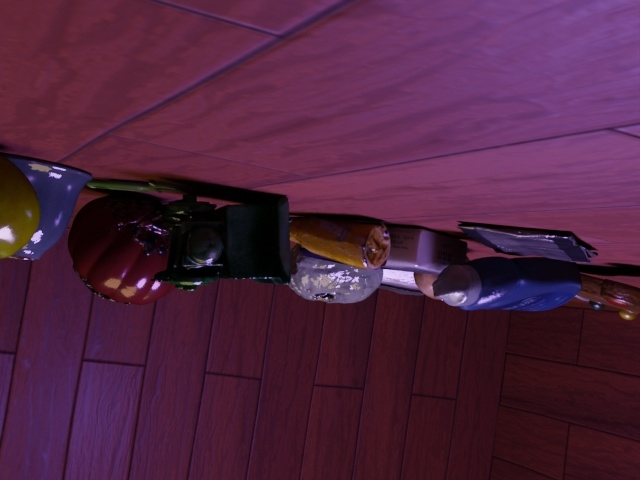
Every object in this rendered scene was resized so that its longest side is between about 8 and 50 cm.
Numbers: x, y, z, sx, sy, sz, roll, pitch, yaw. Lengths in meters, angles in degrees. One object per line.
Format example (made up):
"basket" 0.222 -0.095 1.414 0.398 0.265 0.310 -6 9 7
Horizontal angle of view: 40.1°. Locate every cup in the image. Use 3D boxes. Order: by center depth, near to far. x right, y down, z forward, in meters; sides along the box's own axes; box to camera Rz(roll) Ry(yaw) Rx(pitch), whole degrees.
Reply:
"cup" -0.467 -0.046 1.366 0.199 0.150 0.199 8 175 1

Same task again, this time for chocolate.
"chocolate" 0.014 -0.002 1.498 0.219 0.086 0.085 11 178 41

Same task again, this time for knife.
"knife" -0.298 -0.087 1.391 0.212 0.015 0.054 6 175 31

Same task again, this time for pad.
"pad" 0.325 0.005 1.358 0.174 0.022 0.233 7 175 26

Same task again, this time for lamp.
"lamp" -0.352 0.011 1.627 0.227 0.227 0.227 8 176 1

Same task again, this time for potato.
"potato" 0.249 0.067 1.773 0.118 0.109 0.178 -15 177 10

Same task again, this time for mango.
"mango" -0.520 -0.063 1.195 0.273 0.149 0.185 16 156 -13

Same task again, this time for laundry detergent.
"laundry detergent" 0.318 0.078 1.520 0.290 0.094 0.143 -1 165 -39

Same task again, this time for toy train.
"toy train" -0.162 0.004 1.375 0.202 0.145 0.266 -1 179 -15

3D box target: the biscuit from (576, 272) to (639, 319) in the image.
"biscuit" 0.608 0.125 1.676 0.283 0.064 0.432 15 -178 -38

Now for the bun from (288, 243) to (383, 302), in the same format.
"bun" 0.034 0.074 1.895 0.221 0.108 0.221 -2 148 -2

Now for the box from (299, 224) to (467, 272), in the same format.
"box" 0.111 0.015 1.572 0.259 0.071 0.168 3 174 40

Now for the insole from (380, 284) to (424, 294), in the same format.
"insole" 0.099 0.104 2.095 0.348 0.009 0.119 12 173 -30

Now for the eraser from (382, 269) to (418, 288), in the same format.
"eraser" 0.239 0.079 2.126 0.397 0.082 0.213 9 177 -8
